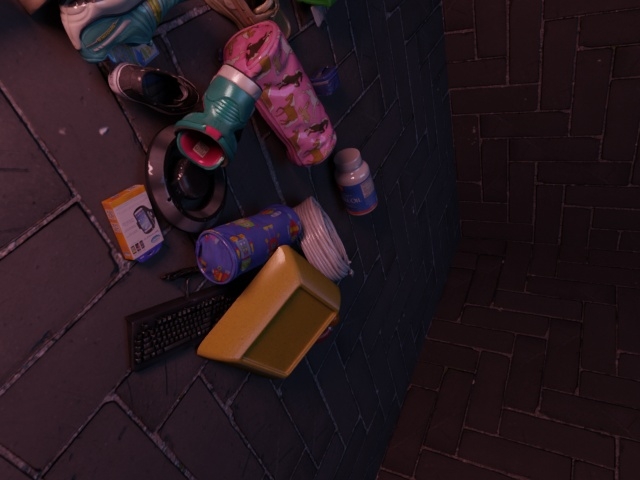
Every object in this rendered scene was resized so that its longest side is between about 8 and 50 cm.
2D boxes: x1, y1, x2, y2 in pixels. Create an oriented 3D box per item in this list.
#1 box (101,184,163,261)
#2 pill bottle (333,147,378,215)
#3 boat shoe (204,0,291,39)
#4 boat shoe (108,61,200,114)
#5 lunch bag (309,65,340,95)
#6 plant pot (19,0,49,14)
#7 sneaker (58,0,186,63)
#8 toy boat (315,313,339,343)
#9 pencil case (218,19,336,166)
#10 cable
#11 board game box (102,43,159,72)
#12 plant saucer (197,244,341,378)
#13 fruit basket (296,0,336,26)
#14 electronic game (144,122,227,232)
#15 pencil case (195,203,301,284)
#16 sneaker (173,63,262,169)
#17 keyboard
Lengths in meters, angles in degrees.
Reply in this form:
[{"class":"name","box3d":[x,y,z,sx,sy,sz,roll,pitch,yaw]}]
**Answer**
[{"class":"box","box3d":[-0.349,-0.028,0.859,0.081,0.028,0.136,-46,136,-48]},{"class":"pill bottle","box3d":[0.117,-0.204,1.570,0.124,0.124,0.221,-61,143,-35]},{"class":"boat shoe","box3d":[-0.146,-0.540,1.053,0.302,0.098,0.109,6,90,-61]},{"class":"boat shoe","box3d":[-0.283,-0.280,0.847,0.228,0.076,0.080,-10,114,-72]},{"class":"lunch bag","box3d":[0.016,-0.493,1.388,0.098,0.067,0.065,-59,143,-39]},{"class":"plant pot","box3d":[-0.394,-0.405,0.637,0.096,0.109,0.109,50,51,-36]},{"class":"sneaker","box3d":[-0.310,-0.387,0.761,0.275,0.107,0.110,-51,157,-38]},{"class":"toy boat","box3d":[-0.012,0.229,1.387,0.231,0.151,0.151,55,49,-50]},{"class":"pencil case","box3d":[-0.089,-0.345,1.138,0.160,0.167,0.386,60,7,35]},{"class":"cable","box3d":[0.000,0.000,1.332,0.257,0.089,0.257,67,9,14]},{"class":"board game box","box3d":[-0.357,-0.367,0.781,0.103,0.026,0.154,-63,145,-33]},{"class":"plant saucer","box3d":[-0.094,0.217,1.160,0.332,0.081,0.333,-51,143,-3]},{"class":"fruit basket","box3d":[0.017,-0.821,1.202,0.327,0.166,0.352,68,36,-66]},{"class":"electronic game","box3d":[-0.273,-0.130,0.953,0.229,0.048,0.229,13,76,-61]},{"class":"pencil case","box3d":[-0.167,-0.004,1.078,0.306,0.133,0.119,-34,142,-58]},{"class":"sneaker","box3d":[-0.208,-0.230,0.914,0.124,0.295,0.178,33,88,-15]},{"class":"keyboard","box3d":[-0.287,0.143,1.000,0.317,0.033,0.201,-19,111,-60]}]
